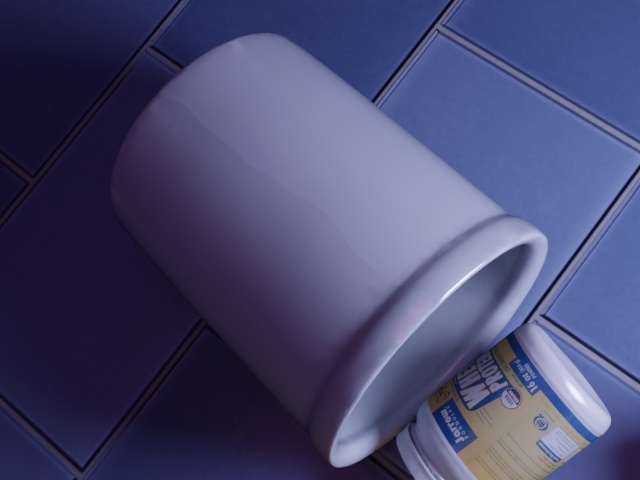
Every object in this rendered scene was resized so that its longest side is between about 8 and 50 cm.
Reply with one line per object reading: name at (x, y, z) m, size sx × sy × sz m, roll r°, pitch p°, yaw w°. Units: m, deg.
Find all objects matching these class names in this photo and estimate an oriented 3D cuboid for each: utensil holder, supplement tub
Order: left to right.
utensil holder at (0.000, 0.000, 1.089) m, size 0.327 × 0.327 × 0.385 m, roll -45°, pitch 67°, yaw -4°
supplement tub at (0.198, 0.202, 1.063) m, size 0.199 × 0.144 × 0.144 m, roll -41°, pitch 69°, yaw 11°
